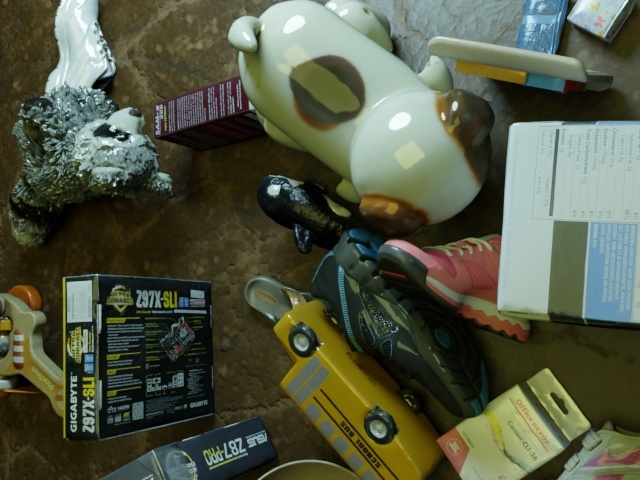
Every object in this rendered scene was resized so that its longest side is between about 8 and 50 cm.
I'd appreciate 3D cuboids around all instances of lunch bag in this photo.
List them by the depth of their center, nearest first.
[{"bbox_3d":[0.430,-0.353,1.103,0.071,0.053,0.083,38,112,27],"label":"lunch bag"}]

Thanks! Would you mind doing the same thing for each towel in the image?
[{"bbox_3d":[0.349,-0.339,1.154,0.067,0.029,0.120,13,91,28],"label":"towel"}]

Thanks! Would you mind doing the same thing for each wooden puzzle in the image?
[{"bbox_3d":[0.293,-0.246,1.058,0.220,0.238,0.044,19,105,27],"label":"wooden puzzle"}]

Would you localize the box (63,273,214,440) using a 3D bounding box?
[{"bbox_3d":[-0.303,0.194,1.268,0.079,0.322,0.257,-7,83,24],"label":"box"}]

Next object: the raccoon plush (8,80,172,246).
[{"bbox_3d":[-0.452,-0.090,1.452,0.299,0.216,0.447,48,135,27],"label":"raccoon plush"}]

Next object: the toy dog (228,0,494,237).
[{"bbox_3d":[0.086,-0.191,1.082,0.284,0.395,0.408,-47,59,6],"label":"toy dog"}]

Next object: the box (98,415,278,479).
[{"bbox_3d":[-0.311,0.441,1.251,0.394,0.318,0.097,-32,72,20],"label":"box"}]

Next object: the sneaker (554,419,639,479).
[{"bbox_3d":[0.402,0.317,1.034,0.252,0.103,0.111,-24,74,14],"label":"sneaker"}]

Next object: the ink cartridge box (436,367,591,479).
[{"bbox_3d":[0.291,0.293,1.102,0.198,0.067,0.115,-41,69,17],"label":"ink cartridge box"}]

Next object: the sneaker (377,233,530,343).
[{"bbox_3d":[0.206,0.041,1.062,0.116,0.313,0.136,15,81,54],"label":"sneaker"}]

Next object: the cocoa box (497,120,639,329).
[{"bbox_3d":[0.380,-0.004,0.929,0.227,0.347,0.232,3,86,26],"label":"cocoa box"}]

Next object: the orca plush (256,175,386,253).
[{"bbox_3d":[0.000,0.000,1.229,0.287,0.151,0.102,39,60,-2],"label":"orca plush"}]

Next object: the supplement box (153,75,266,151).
[{"bbox_3d":[-0.176,-0.231,1.338,0.239,0.130,0.073,-10,79,31],"label":"supplement box"}]

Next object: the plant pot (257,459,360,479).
[{"bbox_3d":[-0.035,0.519,1.158,0.284,0.284,0.191,57,145,19],"label":"plant pot"}]

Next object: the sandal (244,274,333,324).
[{"bbox_3d":[-0.052,0.116,1.294,0.219,0.060,0.090,23,96,26],"label":"sandal"}]

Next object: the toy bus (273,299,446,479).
[{"bbox_3d":[0.051,0.255,1.175,0.333,0.108,0.130,46,121,15],"label":"toy bus"}]

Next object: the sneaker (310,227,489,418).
[{"bbox_3d":[0.123,0.143,1.139,0.341,0.125,0.140,52,121,16],"label":"sneaker"}]

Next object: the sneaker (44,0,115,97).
[{"bbox_3d":[-0.495,-0.396,1.556,0.129,0.111,0.297,6,92,11],"label":"sneaker"}]

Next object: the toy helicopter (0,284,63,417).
[{"bbox_3d":[-0.620,0.263,1.527,0.355,0.140,0.235,33,102,23],"label":"toy helicopter"}]
